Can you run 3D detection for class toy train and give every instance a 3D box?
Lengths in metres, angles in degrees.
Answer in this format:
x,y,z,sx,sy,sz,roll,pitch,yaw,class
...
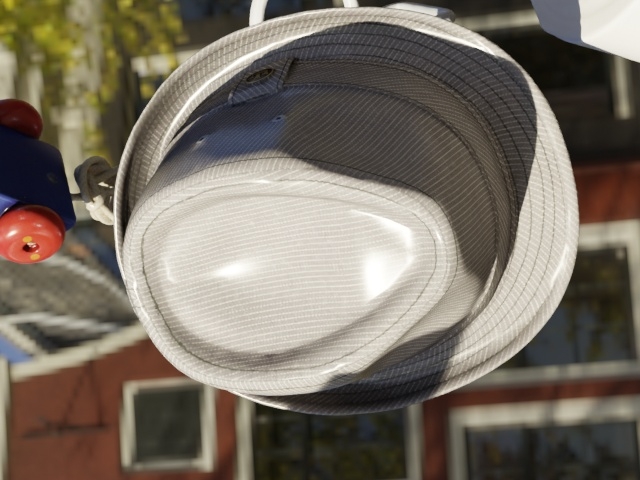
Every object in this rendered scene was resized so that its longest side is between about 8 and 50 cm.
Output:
x,y,z,sx,sy,sz,roll,pitch,yaw,class
-0.210,-0.006,1.129,0.248,0.143,0.105,22,-141,-41,toy train

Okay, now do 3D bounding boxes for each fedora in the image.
x,y,z,sx,sy,sz,roll,pitch,yaw,class
0.000,0.000,1.044,0.124,0.275,0.244,-52,-45,-68,fedora

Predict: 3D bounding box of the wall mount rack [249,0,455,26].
x,y,z,sx,sy,sz,roll,pitch,yaw,class
-0.001,-0.059,1.622,0.304,0.130,0.350,-26,-63,-27,wall mount rack

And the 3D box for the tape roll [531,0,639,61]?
x,y,z,sx,sy,sz,roll,pitch,yaw,class
0.225,-0.244,1.111,0.286,0.100,0.286,-166,90,-74,tape roll
